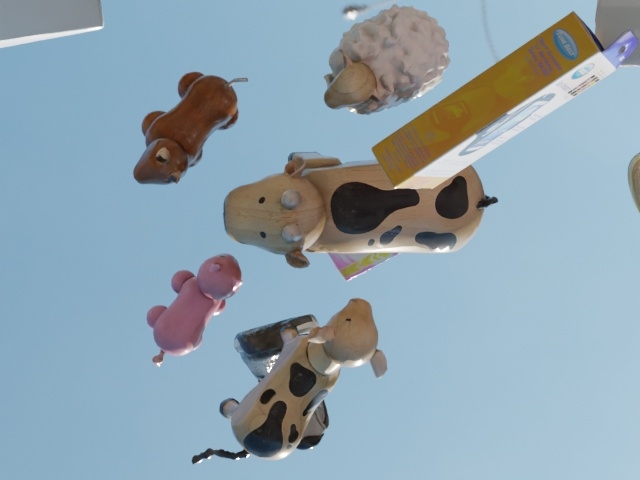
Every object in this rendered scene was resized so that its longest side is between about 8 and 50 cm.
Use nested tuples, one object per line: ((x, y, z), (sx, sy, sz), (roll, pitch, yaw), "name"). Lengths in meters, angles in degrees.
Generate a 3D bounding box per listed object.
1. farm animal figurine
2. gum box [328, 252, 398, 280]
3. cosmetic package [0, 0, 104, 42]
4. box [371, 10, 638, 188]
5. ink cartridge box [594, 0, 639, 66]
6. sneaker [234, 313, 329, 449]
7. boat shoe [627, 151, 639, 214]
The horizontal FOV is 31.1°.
((0.000, 0.000, 0.961), (0.327, 0.330, 0.172), (-20, -168, -11), "farm animal figurine")
((0.081, -0.033, 1.581), (0.107, 0.188, 0.062), (58, -161, -11), "gum box")
((-0.240, -0.259, 0.716), (0.097, 0.284, 0.377), (-14, -168, -21), "cosmetic package")
((0.097, -0.073, 0.591), (0.028, 0.136, 0.081), (58, -163, 9), "box")
((0.324, -0.254, 0.672), (0.308, 0.091, 0.384), (4, -107, 13), "ink cartridge box")
((-0.026, 0.151, 1.187), (0.086, 0.228, 0.132), (-15, -98, 3), "sneaker")
((0.374, -0.007, 1.160), (0.190, 0.068, 0.072), (53, -162, -16), "boat shoe")
